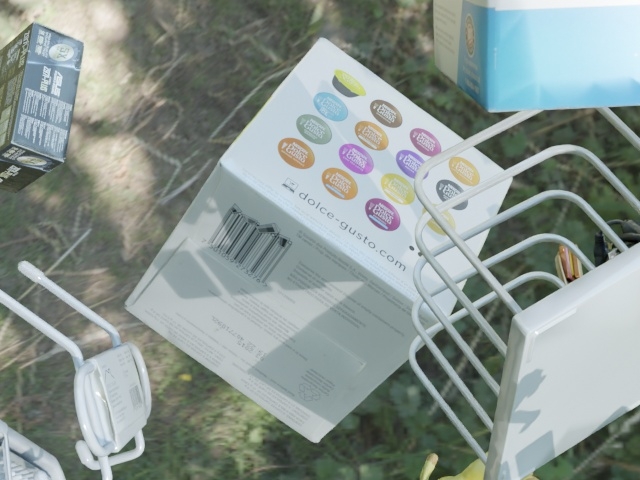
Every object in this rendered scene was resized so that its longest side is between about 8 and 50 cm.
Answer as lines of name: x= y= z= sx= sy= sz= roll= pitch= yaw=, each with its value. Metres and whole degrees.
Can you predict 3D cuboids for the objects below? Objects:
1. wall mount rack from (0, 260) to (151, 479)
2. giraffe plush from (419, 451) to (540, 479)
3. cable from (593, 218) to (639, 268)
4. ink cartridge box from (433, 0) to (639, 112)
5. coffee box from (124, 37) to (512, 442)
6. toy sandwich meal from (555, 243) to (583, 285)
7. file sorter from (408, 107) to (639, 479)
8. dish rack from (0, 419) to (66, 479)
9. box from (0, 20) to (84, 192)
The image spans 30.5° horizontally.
wall mount rack: x=-0.325 y=0.164 z=1.513 sx=0.130 sy=0.350 sz=0.304 roll=-15 pitch=90 yaw=3
giraffe plush: x=0.226 y=0.401 z=1.628 sx=0.170 sy=0.210 sz=0.181 roll=59 pitch=36 yaw=-43
cable: x=0.324 y=0.064 z=1.072 sx=0.047 sy=0.150 sz=0.185 roll=-39 pitch=127 yaw=-19
ink cartridge box: x=0.180 y=-0.232 z=0.731 sx=0.197 sy=0.198 sz=0.270 roll=-3 pitch=107 yaw=-3
coffee box: x=0.000 y=0.000 z=1.613 sx=0.337 sy=0.338 sz=0.334 roll=36 pitch=44 yaw=-3
toy sandwich meal: x=0.311 y=0.045 z=1.437 sx=0.085 sy=0.029 sz=0.086 roll=-19 pitch=90 yaw=-73
file sorter: x=0.186 y=0.045 z=0.989 sx=0.192 sy=0.278 sz=0.173 roll=-27 pitch=57 yaw=-16
dish rack: x=-0.361 y=0.379 z=1.408 sx=0.072 sy=0.333 sz=0.286 roll=-16 pitch=68 yaw=-1
box: x=-0.391 y=-0.173 z=1.552 sx=0.077 sy=0.147 sz=0.180 roll=20 pitch=62 yaw=-34
